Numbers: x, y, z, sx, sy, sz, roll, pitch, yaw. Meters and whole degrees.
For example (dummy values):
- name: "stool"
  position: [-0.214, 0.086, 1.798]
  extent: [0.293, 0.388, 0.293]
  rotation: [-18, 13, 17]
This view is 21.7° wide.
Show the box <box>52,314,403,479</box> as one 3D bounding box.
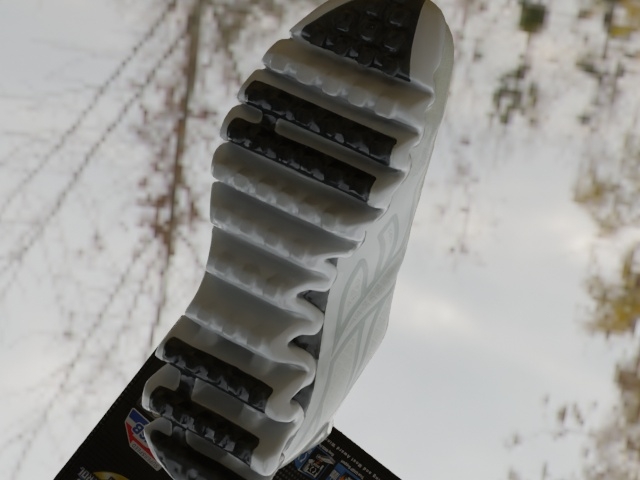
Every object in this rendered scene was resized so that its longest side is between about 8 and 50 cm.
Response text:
- name: "box"
  position: [-0.063, 0.217, 1.238]
  extent: [0.270, 0.216, 0.060]
  rotation: [36, 174, 25]

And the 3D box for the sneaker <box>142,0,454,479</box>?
- name: "sneaker"
  position: [0.000, 0.000, 0.900]
  extent: [0.110, 0.292, 0.118]
  rotation: [32, -161, 28]
